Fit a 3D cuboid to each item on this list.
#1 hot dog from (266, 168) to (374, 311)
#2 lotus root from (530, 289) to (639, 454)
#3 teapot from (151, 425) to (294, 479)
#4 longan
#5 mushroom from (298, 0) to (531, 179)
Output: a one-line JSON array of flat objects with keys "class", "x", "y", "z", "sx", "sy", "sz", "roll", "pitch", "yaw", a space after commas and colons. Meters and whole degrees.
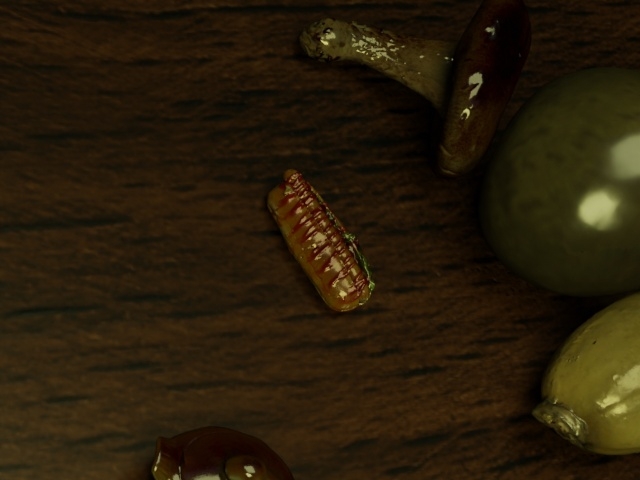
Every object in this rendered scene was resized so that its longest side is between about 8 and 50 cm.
[{"class": "hot dog", "x": 0.001, "y": -0.001, "z": 1.350, "sx": 0.062, "sy": 0.038, "sz": 0.144, "roll": -21, "pitch": 74, "yaw": -36}, {"class": "lotus root", "x": 0.326, "y": 0.117, "z": 1.405, "sx": 0.303, "sy": 0.131, "sz": 0.146, "roll": -17, "pitch": 73, "yaw": -36}, {"class": "teapot", "x": -0.076, "y": 0.190, "z": 1.166, "sx": 0.129, "sy": 0.078, "sz": 0.098, "roll": 23, "pitch": 53, "yaw": -16}, {"class": "longan", "x": 0.272, "y": -0.059, "z": 1.438, "sx": 0.246, "sy": 0.215, "sz": 0.246, "roll": 3, "pitch": 20, "yaw": -1}, {"class": "mushroom", "x": 0.091, "y": -0.189, "z": 1.475, "sx": 0.218, "sy": 0.148, "sz": 0.227, "roll": 22, "pitch": 47, "yaw": 3}]
